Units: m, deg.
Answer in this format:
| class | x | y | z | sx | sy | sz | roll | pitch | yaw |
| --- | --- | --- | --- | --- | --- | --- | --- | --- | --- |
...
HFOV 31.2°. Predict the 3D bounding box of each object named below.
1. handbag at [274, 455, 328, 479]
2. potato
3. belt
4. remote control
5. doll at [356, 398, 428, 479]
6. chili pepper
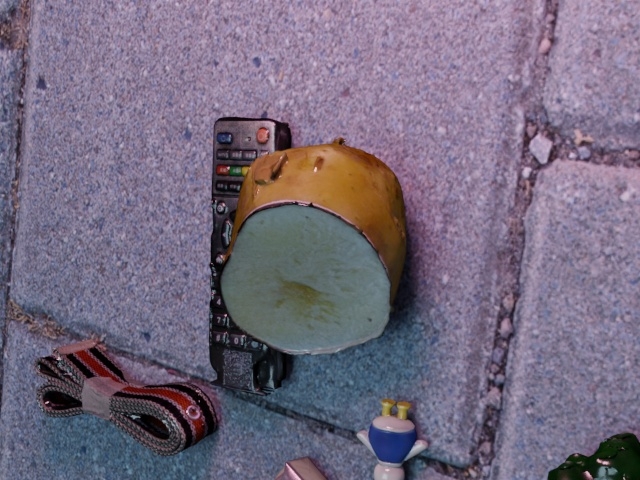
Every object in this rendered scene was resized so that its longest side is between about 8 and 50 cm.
| class | x | y | z | sx | sy | sz | roll | pitch | yaw |
| --- | --- | --- | --- | --- | --- | --- | --- | --- | --- |
| handbag | -0.044 | 0.410 | 1.643 | 0.117 | 0.095 | 0.173 | 45 | 115 | 29 |
| potato | 0.000 | 0.000 | 1.527 | 0.247 | 0.196 | 0.299 | 23 | 136 | -1 |
| belt | -0.318 | 0.254 | 1.836 | 0.360 | 0.094 | 0.126 | 15 | 107 | 37 |
| remote control | -0.096 | 0.021 | 1.669 | 0.145 | 0.062 | 0.398 | 6 | 96 | 36 |
| doll | 0.096 | 0.287 | 1.550 | 0.099 | 0.058 | 0.142 | 5 | 99 | 16 |
| chili pepper | 0.353 | 0.356 | 1.298 | 0.165 | 0.174 | 0.261 | -25 | 73 | 7 |
